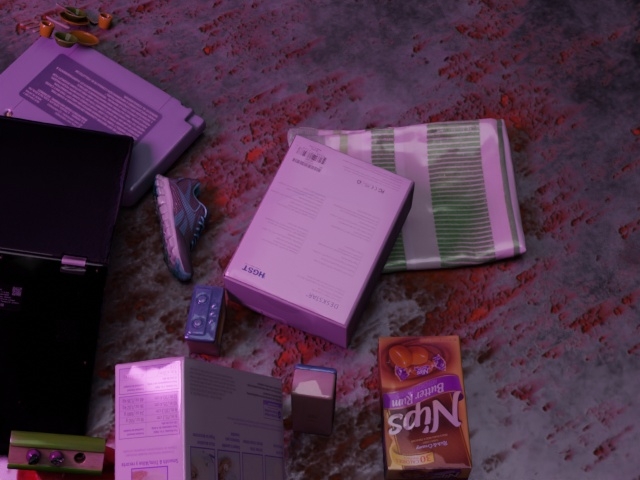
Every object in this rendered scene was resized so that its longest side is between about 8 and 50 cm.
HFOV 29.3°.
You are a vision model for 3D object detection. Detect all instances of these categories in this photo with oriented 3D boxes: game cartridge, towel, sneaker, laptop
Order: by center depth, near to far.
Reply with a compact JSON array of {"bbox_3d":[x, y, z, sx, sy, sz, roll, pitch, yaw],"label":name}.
[{"bbox_3d":[-0.469,0.041,1.620,0.381,0.236,0.408,8,98,-6],"label":"laptop"},{"bbox_3d":[-0.187,-0.024,1.715,0.076,0.065,0.167,-6,64,-14],"label":"sneaker"},{"bbox_3d":[0.120,-0.068,1.758,0.324,0.038,0.248,-3,60,-3],"label":"towel"},{"bbox_3d":[-0.344,-0.178,1.807,0.297,0.062,0.198,32,68,17],"label":"game cartridge"}]

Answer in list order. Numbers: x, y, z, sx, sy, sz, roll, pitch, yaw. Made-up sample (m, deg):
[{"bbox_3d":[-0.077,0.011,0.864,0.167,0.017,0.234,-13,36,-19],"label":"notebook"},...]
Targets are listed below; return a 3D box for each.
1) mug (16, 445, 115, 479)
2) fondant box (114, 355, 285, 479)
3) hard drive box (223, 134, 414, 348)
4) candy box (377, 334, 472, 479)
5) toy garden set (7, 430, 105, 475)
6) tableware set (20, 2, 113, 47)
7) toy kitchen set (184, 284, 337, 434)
[{"bbox_3d":[-0.276,0.306,1.473,0.169,0.150,0.113,-3,64,-8],"label":"mug"},{"bbox_3d":[-0.128,0.308,1.364,0.096,0.238,0.330,-10,74,23],"label":"fondant box"},{"bbox_3d":[0.000,0.000,1.655,0.181,0.089,0.232,23,68,10],"label":"hard drive box"},{"bbox_3d":[0.132,0.216,1.583,0.109,0.053,0.187,-1,61,-3],"label":"candy box"},{"bbox_3d":[-0.271,0.352,1.417,0.203,0.049,0.244,7,98,-14],"label":"toy garden set"},{"bbox_3d":[-0.373,-0.329,1.864,0.104,0.024,0.154,29,27,16],"label":"tableware set"},{"bbox_3d":[-0.076,0.141,1.582,0.207,0.122,0.166,7,60,3],"label":"toy kitchen set"}]
